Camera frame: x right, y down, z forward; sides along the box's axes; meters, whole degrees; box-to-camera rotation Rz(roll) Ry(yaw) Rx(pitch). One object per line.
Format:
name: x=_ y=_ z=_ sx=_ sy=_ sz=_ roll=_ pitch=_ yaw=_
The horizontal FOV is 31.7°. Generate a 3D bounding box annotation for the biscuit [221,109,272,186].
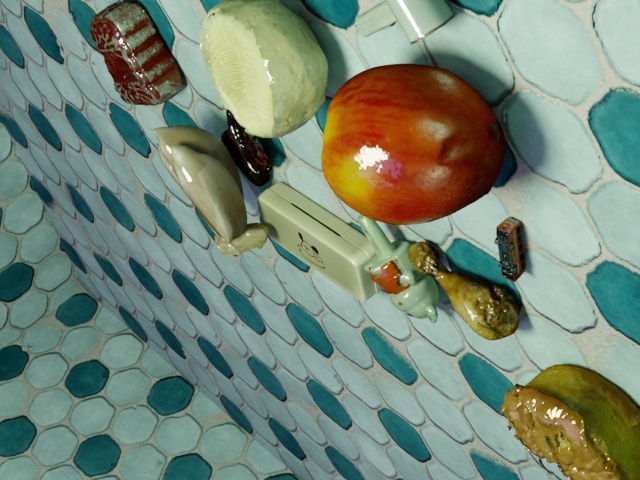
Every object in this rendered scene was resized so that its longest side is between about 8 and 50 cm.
biscuit: x=-0.151 y=-0.189 z=2.325 sx=0.151 sy=0.063 sz=0.235 roll=53 pitch=175 yaw=3

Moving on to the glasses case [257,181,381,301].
glasses case: x=0.000 y=0.000 z=2.331 sx=0.313 sy=0.070 sz=0.131 roll=34 pitch=152 yaw=35

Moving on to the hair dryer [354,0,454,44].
hair dryer: x=0.100 y=-0.345 z=1.644 sx=0.131 sy=0.073 sz=0.236 roll=57 pitch=166 yaw=-9

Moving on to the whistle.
whistle: x=0.146 y=0.056 z=2.106 sx=0.101 sy=0.106 sz=0.253 roll=-17 pitch=112 yaw=48

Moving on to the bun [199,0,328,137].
bun: x=-0.084 y=-0.306 z=1.916 sx=0.259 sy=0.152 sz=0.259 roll=44 pitch=148 yaw=37

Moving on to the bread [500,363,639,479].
bread: x=0.434 y=0.300 z=1.871 sx=0.260 sy=0.160 sz=0.147 roll=41 pitch=148 yaw=32

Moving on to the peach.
peach: x=0.138 y=-0.140 z=1.649 sx=0.281 sy=0.281 sz=0.238 roll=-5 pitch=78 yaw=64

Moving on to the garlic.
garlic: x=-0.235 y=-0.122 z=2.383 sx=0.325 sy=0.132 sz=0.279 roll=62 pitch=172 yaw=-13

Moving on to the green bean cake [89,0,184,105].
green bean cake: x=-0.408 y=-0.402 z=2.455 sx=0.198 sy=0.097 sz=0.233 roll=16 pitch=140 yaw=55

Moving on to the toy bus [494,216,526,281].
toy bus: x=0.306 y=0.014 z=1.808 sx=0.031 sy=0.043 sz=0.110 roll=27 pitch=146 yaw=38

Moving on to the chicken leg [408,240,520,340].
chicken leg: x=0.246 y=0.086 z=1.985 sx=0.251 sy=0.087 sz=0.107 roll=41 pitch=164 yaw=35
